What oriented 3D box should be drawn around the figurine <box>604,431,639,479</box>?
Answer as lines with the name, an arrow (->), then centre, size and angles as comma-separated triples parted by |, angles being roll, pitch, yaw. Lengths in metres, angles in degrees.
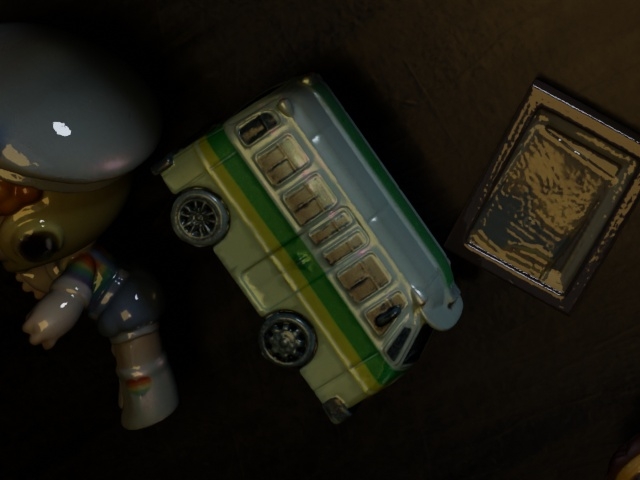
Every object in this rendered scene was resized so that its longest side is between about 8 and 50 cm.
figurine -> 0.345, 0.259, 1.574 | 0.240, 0.116, 0.174 | 45, 116, -8

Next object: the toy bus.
toy bus -> 0.000, 0.000, 1.575 | 0.164, 0.133, 0.276 | -34, 96, 23

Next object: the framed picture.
framed picture -> 0.199, -0.035, 1.568 | 0.128, 0.023, 0.168 | 29, 113, 5

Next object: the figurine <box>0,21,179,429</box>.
figurine -> -0.211, -0.024, 1.637 | 0.205, 0.224, 0.382 | -22, 126, 0
